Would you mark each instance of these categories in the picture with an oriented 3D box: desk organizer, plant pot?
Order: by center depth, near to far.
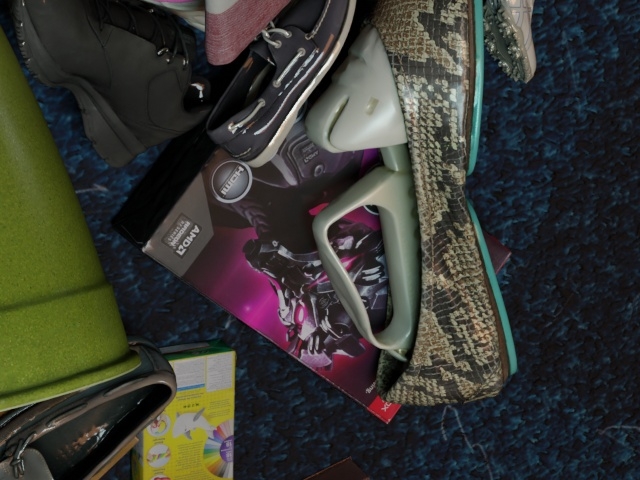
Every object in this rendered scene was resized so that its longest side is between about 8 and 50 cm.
[{"bbox_3d":[-0.358,-0.037,1.300,0.366,0.366,0.353,-11,92,-23],"label":"plant pot"},{"bbox_3d":[-0.007,0.293,1.775,0.130,0.050,0.047,-24,118,-17],"label":"desk organizer"}]

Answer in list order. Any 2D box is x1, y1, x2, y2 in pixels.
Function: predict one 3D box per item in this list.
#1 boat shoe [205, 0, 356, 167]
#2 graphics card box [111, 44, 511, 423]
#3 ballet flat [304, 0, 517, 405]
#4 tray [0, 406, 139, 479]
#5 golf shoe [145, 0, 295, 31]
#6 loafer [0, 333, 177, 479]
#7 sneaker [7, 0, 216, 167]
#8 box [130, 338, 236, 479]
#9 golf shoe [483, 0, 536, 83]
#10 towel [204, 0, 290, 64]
[{"bbox_3d":[-0.036,-0.168,1.472,0.065,0.075,0.206,26,95,-33],"label":"boat shoe"},{"bbox_3d":[0.000,0.000,1.642,0.371,0.094,0.233,39,87,-32],"label":"graphics card box"},{"bbox_3d":[0.078,-0.050,1.534,0.182,0.164,0.482,-12,113,-10],"label":"ballet flat"},{"bbox_3d":[-0.393,0.265,1.553,0.411,0.076,0.203,-45,122,-7],"label":"tray"},{"bbox_3d":[-0.095,-0.240,1.478,0.306,0.140,0.115,8,103,-31],"label":"golf shoe"},{"bbox_3d":[-0.246,0.196,1.509,0.267,0.084,0.096,-43,122,-7],"label":"loafer"},{"bbox_3d":[-0.182,-0.174,1.415,0.130,0.109,0.286,-19,153,9],"label":"sneaker"},{"bbox_3d":[-0.142,0.197,1.675,0.105,0.043,0.179,-7,109,-25],"label":"box"},{"bbox_3d":[0.204,-0.250,1.672,0.086,0.069,0.176,-33,121,-20],"label":"golf shoe"},{"bbox_3d":[-0.038,-0.334,1.328,0.237,0.037,0.329,-52,154,-34],"label":"towel"}]
